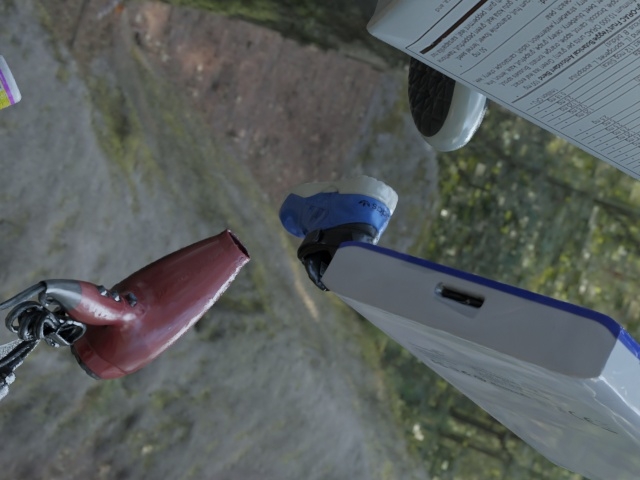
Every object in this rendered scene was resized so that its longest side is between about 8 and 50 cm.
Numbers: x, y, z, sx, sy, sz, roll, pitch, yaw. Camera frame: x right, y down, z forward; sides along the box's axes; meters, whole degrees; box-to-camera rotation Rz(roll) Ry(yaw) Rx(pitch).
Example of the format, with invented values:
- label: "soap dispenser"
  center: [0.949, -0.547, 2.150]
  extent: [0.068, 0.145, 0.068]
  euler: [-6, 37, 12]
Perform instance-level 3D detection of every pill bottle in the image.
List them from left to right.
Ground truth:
- label: "pill bottle"
  center: [-0.298, -0.122, 0.967]
  extent: [0.083, 0.043, 0.043]
  euler: [-25, 148, -13]

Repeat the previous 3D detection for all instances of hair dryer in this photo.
- label: "hair dryer"
  center: [-0.183, 0.072, 1.027]
  extent: [0.293, 0.080, 0.223]
  euler: [-30, 172, -33]

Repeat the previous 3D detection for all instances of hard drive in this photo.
- label: "hard drive"
  center: [0.168, 0.108, 0.764]
  extent: [0.319, 0.210, 0.040]
  euler: [39, 75, -43]

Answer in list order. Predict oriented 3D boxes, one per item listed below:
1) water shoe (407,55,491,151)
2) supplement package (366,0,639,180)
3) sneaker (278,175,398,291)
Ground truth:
- label: "water shoe"
  center: [0.104, -0.136, 0.642]
  extent: [0.073, 0.080, 0.203]
  euler: [139, -35, -59]
- label: "supplement package"
  center: [0.153, -0.122, 0.350]
  extent: [0.149, 0.203, 0.194]
  euler: [-36, -148, 57]
- label: "sneaker"
  center: [-0.001, 0.000, 0.951]
  extent: [0.058, 0.152, 0.084]
  euler: [34, 68, -27]
